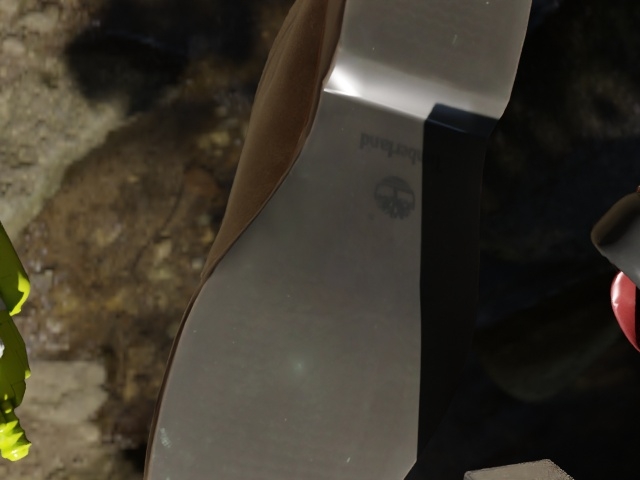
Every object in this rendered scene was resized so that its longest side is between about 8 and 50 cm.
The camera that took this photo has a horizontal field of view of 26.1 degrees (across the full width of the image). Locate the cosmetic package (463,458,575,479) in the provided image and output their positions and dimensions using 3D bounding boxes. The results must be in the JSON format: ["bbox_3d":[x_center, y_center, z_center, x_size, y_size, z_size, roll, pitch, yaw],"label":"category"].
[{"bbox_3d":[0.075,0.146,0.508,0.041,0.060,0.115,-4,115,-29],"label":"cosmetic package"}]

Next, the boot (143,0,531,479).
[{"bbox_3d":[0.000,0.000,0.582,0.112,0.305,0.115,23,169,-20],"label":"boot"}]

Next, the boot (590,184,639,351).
[{"bbox_3d":[0.238,-0.004,0.700,0.244,0.088,0.176,24,107,-42],"label":"boot"}]

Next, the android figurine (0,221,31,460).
[{"bbox_3d":[-0.267,0.025,0.863,0.056,0.273,0.248,-29,174,17],"label":"android figurine"}]
